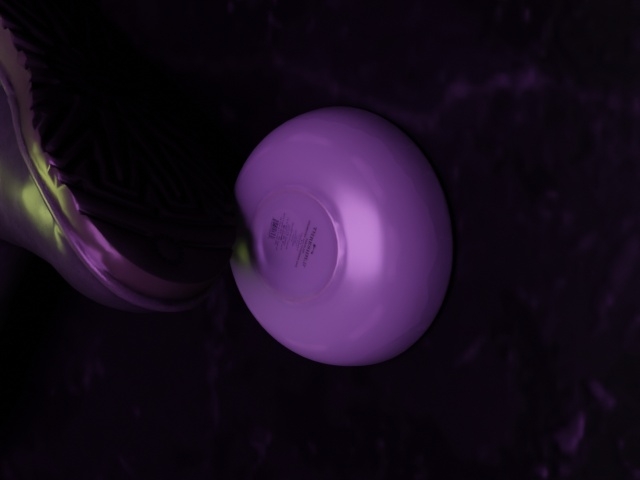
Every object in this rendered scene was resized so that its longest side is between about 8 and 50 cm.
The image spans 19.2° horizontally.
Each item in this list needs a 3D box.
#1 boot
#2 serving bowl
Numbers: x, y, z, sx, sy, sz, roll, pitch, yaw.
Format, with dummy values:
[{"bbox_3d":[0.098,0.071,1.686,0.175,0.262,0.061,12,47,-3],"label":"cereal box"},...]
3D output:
[{"bbox_3d":[-0.123,0.026,0.655,0.208,0.076,0.190,-56,40,22],"label":"boot"},{"bbox_3d":[0.000,0.000,0.594,0.083,0.027,0.083,6,100,39],"label":"serving bowl"}]
